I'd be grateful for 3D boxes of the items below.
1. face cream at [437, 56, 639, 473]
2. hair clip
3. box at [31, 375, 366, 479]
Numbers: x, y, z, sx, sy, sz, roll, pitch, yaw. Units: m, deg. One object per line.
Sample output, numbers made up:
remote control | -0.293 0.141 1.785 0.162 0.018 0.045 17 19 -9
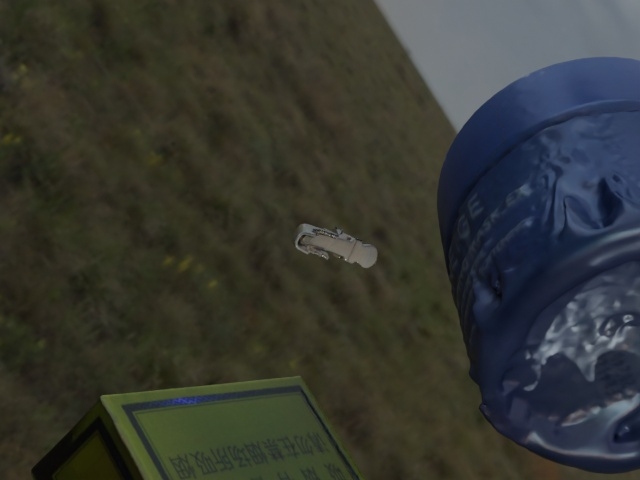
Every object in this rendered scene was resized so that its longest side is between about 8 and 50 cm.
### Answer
face cream | 0.220 0.019 0.908 0.249 0.249 0.225 53 17 -30
hair clip | 0.000 0.000 1.482 0.072 0.034 0.226 26 6 24
box | -0.010 0.164 0.508 0.141 0.064 0.220 4 45 -56
